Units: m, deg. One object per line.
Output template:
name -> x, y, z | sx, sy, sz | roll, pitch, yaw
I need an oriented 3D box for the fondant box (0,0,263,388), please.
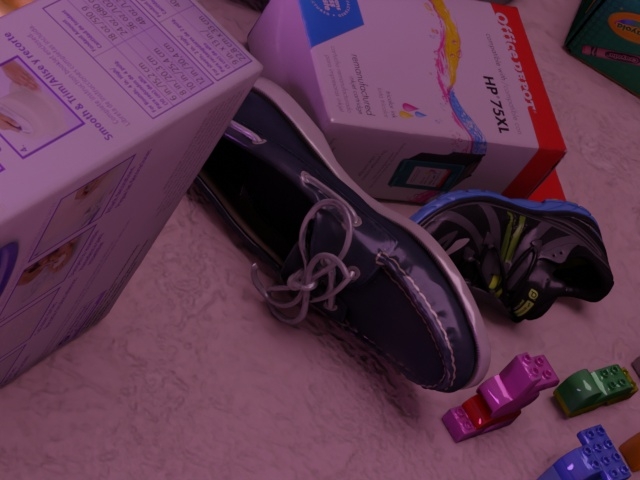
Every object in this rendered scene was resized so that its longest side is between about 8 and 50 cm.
fondant box -> -0.201, 0.018, 0.844 | 0.096, 0.238, 0.330 | 45, 46, 8

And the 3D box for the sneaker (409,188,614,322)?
sneaker -> 0.119, 0.014, 1.155 | 0.188, 0.067, 0.078 | 0, 49, -34

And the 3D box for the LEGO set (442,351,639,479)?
LEGO set -> 0.203, 0.099, 1.118 | 0.227, 0.093, 0.087 | -12, 63, -37

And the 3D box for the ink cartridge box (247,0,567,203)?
ink cartridge box -> 0.078, -0.098, 1.211 | 0.231, 0.078, 0.134 | 5, 54, -28

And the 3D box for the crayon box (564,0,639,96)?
crayon box -> 0.346, -0.151, 1.408 | 0.278, 0.081, 0.165 | 32, 46, -5

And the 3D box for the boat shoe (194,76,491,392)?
boat shoe -> 0.000, 0.000, 1.077 | 0.079, 0.095, 0.254 | -24, 68, -42

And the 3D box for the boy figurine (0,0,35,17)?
boy figurine -> -0.172, -0.160, 1.108 | 0.177, 0.092, 0.285 | 0, 52, -33

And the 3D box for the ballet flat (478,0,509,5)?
ballet flat -> 0.161, -0.245, 1.384 | 0.072, 0.068, 0.213 | 45, 46, 8
